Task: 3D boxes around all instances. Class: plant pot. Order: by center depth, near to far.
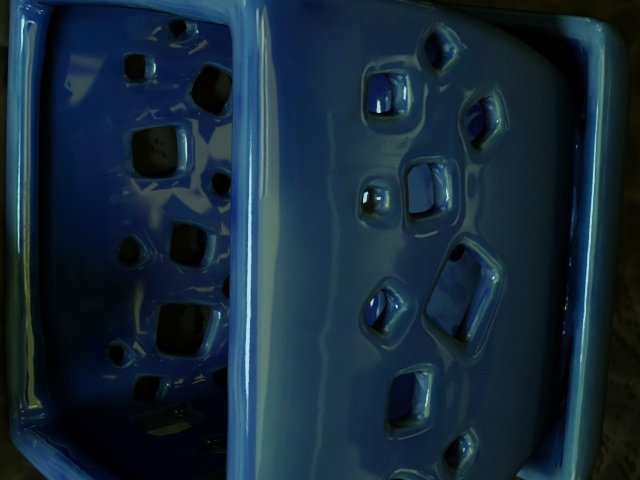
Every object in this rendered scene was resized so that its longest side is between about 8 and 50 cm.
[{"bbox_3d":[0.000,0.000,0.624,0.212,0.236,0.236,-4,102,-33],"label":"plant pot"}]
